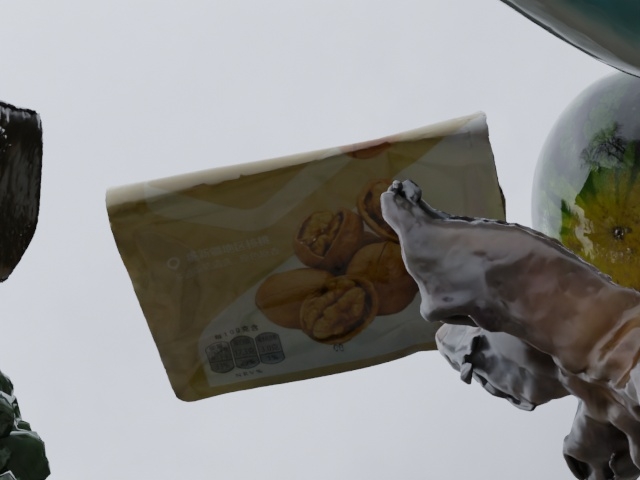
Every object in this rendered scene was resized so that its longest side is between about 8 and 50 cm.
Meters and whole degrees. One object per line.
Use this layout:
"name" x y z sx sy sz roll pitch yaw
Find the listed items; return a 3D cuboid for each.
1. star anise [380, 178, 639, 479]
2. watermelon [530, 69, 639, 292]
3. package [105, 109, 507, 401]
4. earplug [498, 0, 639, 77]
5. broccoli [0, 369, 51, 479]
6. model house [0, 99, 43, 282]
"star anise" 0.122 0.057 0.681 0.063 0.208 0.172 -53 -48 -27
"watermelon" 0.328 -0.033 1.740 0.269 0.269 0.269 -34 -31 -24
"package" -0.001 -0.017 1.549 0.311 0.165 0.221 -13 -53 6
"earplug" 0.124 -0.169 0.850 0.324 0.185 0.185 31 -77 -27
"broccoli" -0.172 0.126 0.452 0.317 0.277 0.338 9 -35 -45
"model house" -0.254 -0.050 1.056 0.203 0.164 0.141 40 -114 -81
